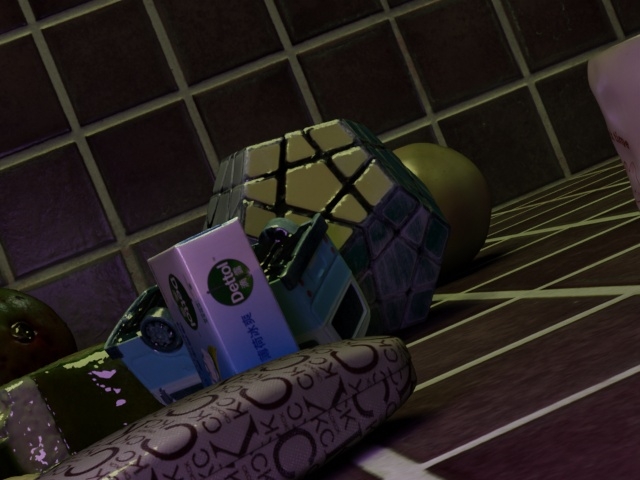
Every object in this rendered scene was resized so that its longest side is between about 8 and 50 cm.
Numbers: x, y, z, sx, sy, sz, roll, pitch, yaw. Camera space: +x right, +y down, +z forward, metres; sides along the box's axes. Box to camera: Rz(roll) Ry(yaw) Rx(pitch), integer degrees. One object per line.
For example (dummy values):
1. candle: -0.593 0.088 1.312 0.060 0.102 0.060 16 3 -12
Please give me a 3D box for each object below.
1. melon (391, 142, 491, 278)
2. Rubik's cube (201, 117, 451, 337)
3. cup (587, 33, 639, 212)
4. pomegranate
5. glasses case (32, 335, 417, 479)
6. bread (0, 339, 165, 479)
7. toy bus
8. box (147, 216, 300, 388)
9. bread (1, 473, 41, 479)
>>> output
1. melon: 0.167 -0.046 2.128 0.223 0.223 0.317 -22 -2 5
2. Rubik's cube: 0.000 0.000 1.616 0.264 0.319 0.319 -44 -4 12
3. cup: 0.334 -0.087 1.016 0.173 0.202 0.255 -23 0 -13
4. pomegranate: -0.561 0.227 2.200 0.323 0.290 0.291 -22 1 44
5. glasses case: -0.077 0.148 0.897 0.355 0.085 0.137 -22 1 -41
6. bread: -0.305 0.205 1.742 0.366 0.129 0.382 -21 2 34
7. toy bus: -0.087 0.098 1.463 0.271 0.164 0.133 -22 23 32
8. box: -0.086 0.086 1.277 0.073 0.194 0.139 -25 1 -20
9. bread: -0.379 0.287 1.182 0.316 0.054 0.316 -22 3 1
